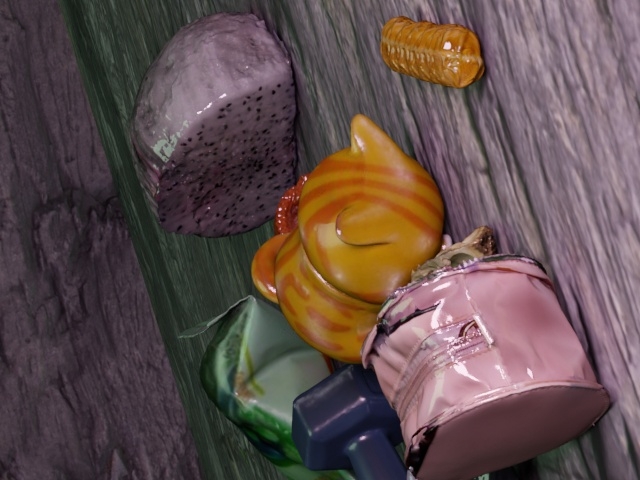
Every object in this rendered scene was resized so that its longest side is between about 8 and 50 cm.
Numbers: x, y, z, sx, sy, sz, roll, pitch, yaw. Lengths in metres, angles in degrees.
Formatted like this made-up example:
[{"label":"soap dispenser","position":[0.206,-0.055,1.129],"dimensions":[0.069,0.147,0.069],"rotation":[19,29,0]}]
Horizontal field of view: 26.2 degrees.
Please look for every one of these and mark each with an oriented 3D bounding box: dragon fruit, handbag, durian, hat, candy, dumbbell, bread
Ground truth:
[{"label":"dragon fruit","position":[-0.155,-0.158,1.779],"dimensions":[0.283,0.204,0.221],"rotation":[95,154,-52]},{"label":"handbag","position":[0.131,0.110,1.125],"dimensions":[0.205,0.179,0.116],"rotation":[102,154,-59]},{"label":"durian","position":[0.128,0.026,1.241],"dimensions":[0.052,0.066,0.130],"rotation":[61,153,9]},{"label":"hat","position":[0.000,0.000,1.667],"dimensions":[0.162,0.093,0.112],"rotation":[63,-168,-64]},{"label":"candy","position":[-0.031,0.253,1.876],"dimensions":[0.398,0.172,0.263],"rotation":[59,168,4]},{"label":"dumbbell","position":[0.084,0.294,1.534],"dimensions":[0.143,0.156,0.316],"rotation":[43,-164,-55]},{"label":"bread","position":[0.095,-0.164,1.192],"dimensions":[0.157,0.044,0.052],"rotation":[-146,48,-65]}]

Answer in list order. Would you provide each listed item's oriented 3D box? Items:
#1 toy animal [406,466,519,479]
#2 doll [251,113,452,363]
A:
[{"label":"toy animal","position":[0.158,0.265,1.348],"dimensions":[0.206,0.081,0.367],"rotation":[2,107,61]},{"label":"doll","position":[0.039,0.011,1.368],"dimensions":[0.270,0.162,0.167],"rotation":[120,153,-56]}]
